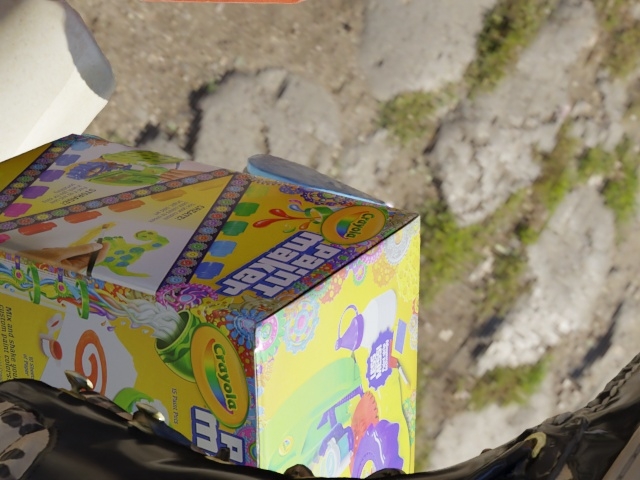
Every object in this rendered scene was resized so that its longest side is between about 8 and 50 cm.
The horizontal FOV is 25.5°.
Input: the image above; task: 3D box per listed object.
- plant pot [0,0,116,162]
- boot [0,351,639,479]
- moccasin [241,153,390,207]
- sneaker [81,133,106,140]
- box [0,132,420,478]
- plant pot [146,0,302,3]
[{"bbox_3d":[-0.348,-0.102,1.148,0.305,0.334,0.334,-47,137,-13],"label":"plant pot"},{"bbox_3d":[0.001,0.125,0.595,0.377,0.284,0.138,-40,136,-44],"label":"boot"},{"bbox_3d":[0.000,0.000,1.331,0.117,0.137,0.342,-66,163,2],"label":"moccasin"},{"bbox_3d":[-0.322,-0.012,1.442,0.262,0.125,0.104,-39,98,24],"label":"sneaker"},{"bbox_3d":[-0.101,0.115,0.890,0.177,0.279,0.290,-32,129,-50],"label":"box"},{"bbox_3d":[-0.056,-0.303,0.935,0.267,0.236,0.267,-34,165,37],"label":"plant pot"}]
